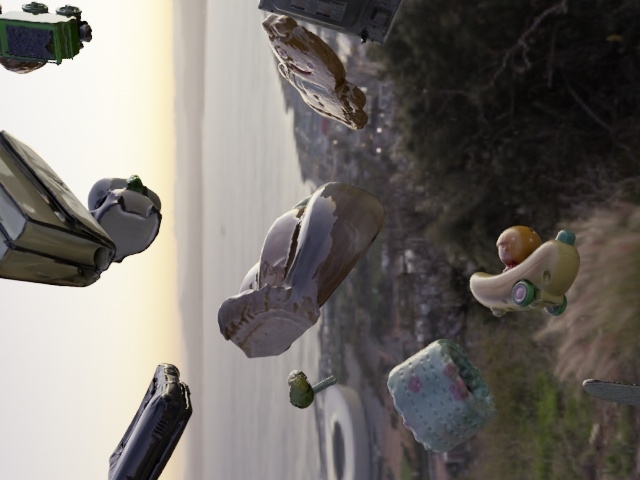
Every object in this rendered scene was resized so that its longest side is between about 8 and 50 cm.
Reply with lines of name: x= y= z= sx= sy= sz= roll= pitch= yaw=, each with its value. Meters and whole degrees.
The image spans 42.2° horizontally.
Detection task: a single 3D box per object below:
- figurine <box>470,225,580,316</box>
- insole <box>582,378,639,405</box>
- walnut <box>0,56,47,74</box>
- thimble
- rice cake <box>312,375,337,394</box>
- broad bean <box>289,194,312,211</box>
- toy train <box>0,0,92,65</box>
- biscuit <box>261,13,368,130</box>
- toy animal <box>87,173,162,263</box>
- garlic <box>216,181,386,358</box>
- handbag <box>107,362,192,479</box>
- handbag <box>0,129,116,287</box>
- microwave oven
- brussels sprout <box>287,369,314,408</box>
figurine: x=0.474 y=0.066 z=1.964 sx=0.324 sy=0.124 sz=0.222 roll=-18 pitch=62 yaw=59
insole: x=0.609 y=0.272 z=1.415 sx=0.348 sy=0.119 sz=0.009 roll=-2 pitch=55 yaw=48
walnut: x=-0.626 y=-0.406 z=1.753 sx=0.105 sy=0.125 sz=0.105 roll=54 pitch=-158 yaw=-33
thimble: x=0.245 y=0.307 z=1.626 sx=0.211 sy=0.149 sz=0.185 roll=40 pitch=-159 yaw=-39
rice cake: x=-0.010 y=0.381 z=2.119 sx=0.021 sy=0.121 sz=0.022 roll=47 pitch=149 yaw=34
broad bean: x=0.000 y=0.000 z=1.653 sx=0.228 sy=0.169 sz=0.100 roll=-49 pitch=4 yaw=6
toy train: x=-0.371 y=-0.247 z=0.970 sx=0.081 sy=0.202 sz=0.060 roll=-69 pitch=-16 yaw=-60
biscuit: x=-0.009 y=-0.268 z=1.350 sx=0.184 sy=0.035 sz=0.249 roll=31 pitch=167 yaw=31
toy animal: x=-0.558 y=-0.086 z=2.371 sx=0.266 sy=0.213 sz=0.212 roll=-114 pitch=25 yaw=-53
garlic: x=-0.018 y=0.025 z=1.232 sx=0.279 sy=0.132 sz=0.325 roll=-37 pitch=15 yaw=36
handbag: x=-0.361 y=0.408 z=1.734 sx=0.275 sy=0.088 sz=0.244 roll=-64 pitch=17 yaw=4
handbag: x=-0.586 y=-0.069 z=1.649 sx=0.358 sy=0.237 sz=0.160 roll=43 pitch=101 yaw=33
microwave oven: x=0.025 y=-0.475 z=1.482 sx=0.194 sy=0.241 sz=0.145 roll=-88 pitch=16 yaw=-45
brussels sprout: x=-0.039 y=0.257 z=1.455 sx=0.083 sy=0.046 sz=0.051 roll=-120 pitch=22 yaw=-57
